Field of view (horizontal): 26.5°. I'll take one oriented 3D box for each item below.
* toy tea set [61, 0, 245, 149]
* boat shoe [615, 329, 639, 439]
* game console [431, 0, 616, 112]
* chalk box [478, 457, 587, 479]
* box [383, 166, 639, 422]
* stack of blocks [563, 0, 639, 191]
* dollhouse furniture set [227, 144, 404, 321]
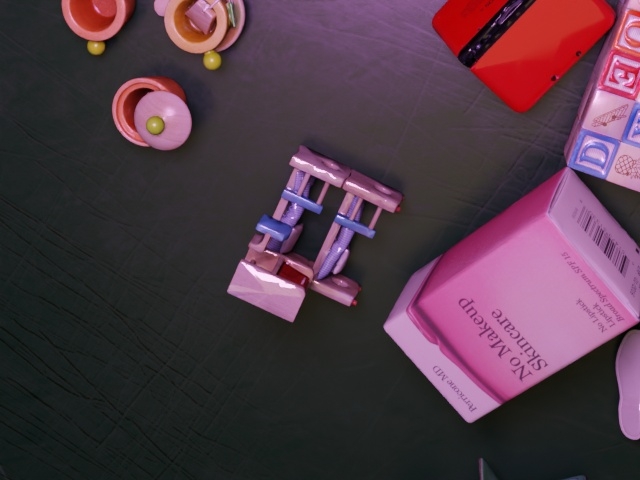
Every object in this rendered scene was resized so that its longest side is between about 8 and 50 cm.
[{"bbox_3d":[-0.198,-0.258,1.405,0.200,0.124,0.336,-21,101,20],"label":"toy tea set"},{"bbox_3d":[0.356,0.157,1.502,0.046,0.038,0.125,7,104,49],"label":"boat shoe"},{"bbox_3d":[0.208,-0.229,1.405,0.144,0.124,0.085,-45,132,15],"label":"game console"},{"bbox_3d":[0.236,0.380,1.503,0.179,0.180,0.289,-15,104,11],"label":"chalk box"},{"bbox_3d":[0.207,0.059,1.416,0.149,0.127,0.232,48,122,-7],"label":"box"},{"bbox_3d":[0.379,-0.193,1.380,0.171,0.087,0.297,19,106,2],"label":"stack of blocks"},{"bbox_3d":[0.000,0.000,1.428,0.129,0.184,0.129,24,106,0],"label":"dollhouse furniture set"}]
